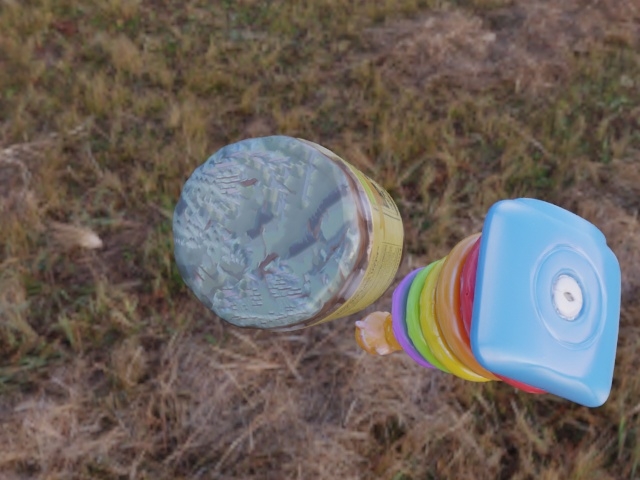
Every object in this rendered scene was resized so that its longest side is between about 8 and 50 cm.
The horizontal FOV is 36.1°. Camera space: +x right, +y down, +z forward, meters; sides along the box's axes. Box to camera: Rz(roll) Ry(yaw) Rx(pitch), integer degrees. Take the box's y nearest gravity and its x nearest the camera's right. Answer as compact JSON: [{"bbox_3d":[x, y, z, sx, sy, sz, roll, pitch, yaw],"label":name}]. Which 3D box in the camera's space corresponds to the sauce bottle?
[{"bbox_3d":[0.000,0.000,0.675,0.111,0.111,0.344,6,0,9],"label":"sauce bottle"}]

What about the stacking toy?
[{"bbox_3d":[0.135,0.077,0.979,0.175,0.302,0.166,22,67,-29],"label":"stacking toy"}]
